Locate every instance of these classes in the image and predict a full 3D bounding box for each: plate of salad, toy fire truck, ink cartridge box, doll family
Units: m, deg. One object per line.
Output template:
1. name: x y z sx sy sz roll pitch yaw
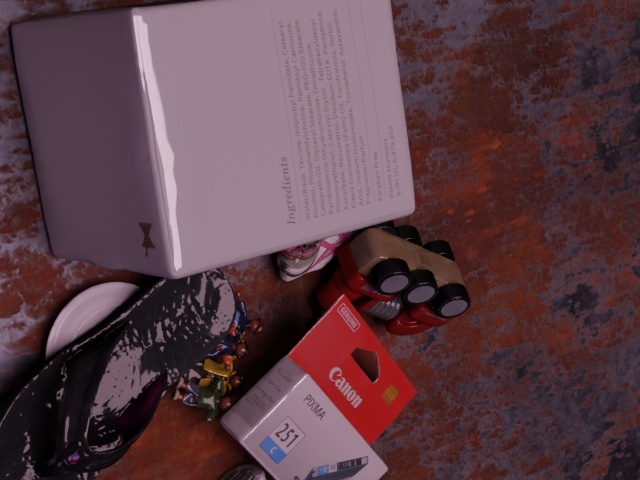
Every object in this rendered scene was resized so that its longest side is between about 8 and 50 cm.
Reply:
1. plate of salad: -0.290 0.156 1.878 0.200 0.048 0.199 -3 95 -35
2. toy fire truck: 0.085 0.109 2.120 0.217 0.246 0.158 22 40 -42
3. ink cartridge box: 0.022 0.263 2.035 0.261 0.066 0.296 -46 135 -9
4. doll family: -0.144 0.166 1.972 0.111 0.076 0.193 18 87 -17

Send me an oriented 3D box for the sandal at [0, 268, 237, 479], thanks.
1. sandal: -0.271 0.190 1.796 0.446 0.107 0.167 -49 115 -24

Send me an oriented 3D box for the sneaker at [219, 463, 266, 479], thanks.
1. sneaker: -0.145 0.443 1.989 0.232 0.090 0.115 -42 120 -26

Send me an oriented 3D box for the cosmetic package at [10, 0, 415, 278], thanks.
1. cosmetic package: -0.137 -0.159 1.794 0.394 0.329 0.327 -16 104 -36

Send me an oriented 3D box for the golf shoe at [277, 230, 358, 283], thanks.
1. golf shoe: 0.000 0.000 2.087 0.186 0.067 0.086 -29 145 -39
